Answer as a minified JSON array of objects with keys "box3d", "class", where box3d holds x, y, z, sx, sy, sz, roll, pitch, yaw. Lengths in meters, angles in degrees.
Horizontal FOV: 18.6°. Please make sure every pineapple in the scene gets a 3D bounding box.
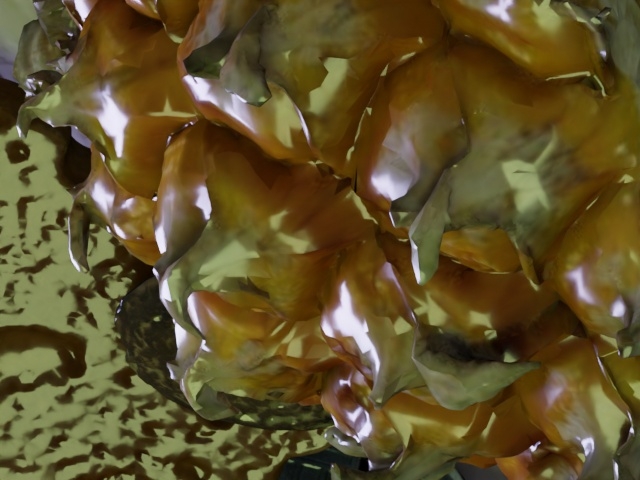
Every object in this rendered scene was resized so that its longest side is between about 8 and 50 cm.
[{"box3d":[-0.003,0.000,0.593,0.286,0.209,0.344,-4,142,29],"class":"pineapple"}]

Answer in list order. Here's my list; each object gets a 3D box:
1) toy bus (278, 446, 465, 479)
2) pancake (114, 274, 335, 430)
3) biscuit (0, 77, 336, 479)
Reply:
[{"box3d":[-0.018,0.127,0.910,0.174,0.079,0.077,14,155,6],"class":"toy bus"},{"box3d":[-0.023,0.042,0.746,0.115,0.011,0.115,5,139,4],"class":"pancake"},{"box3d":[-0.125,0.038,0.787,0.278,0.043,0.301,-24,120,9],"class":"biscuit"}]
